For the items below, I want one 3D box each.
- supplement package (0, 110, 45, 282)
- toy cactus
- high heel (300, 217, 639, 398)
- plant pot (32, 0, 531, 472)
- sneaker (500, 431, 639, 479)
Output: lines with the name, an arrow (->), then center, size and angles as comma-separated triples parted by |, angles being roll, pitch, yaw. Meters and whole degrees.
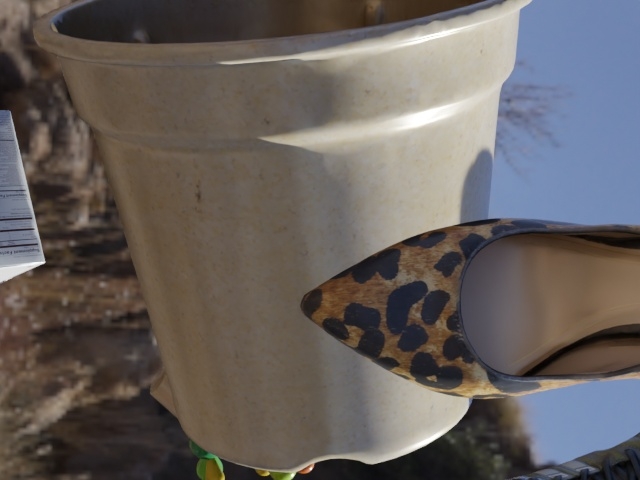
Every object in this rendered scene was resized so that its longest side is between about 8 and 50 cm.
supplement package -> -0.479, -0.038, 1.596 | 0.194, 0.149, 0.203 | -21, -100, 40
toy cactus -> -0.089, 0.182, 1.321 | 0.219, 0.180, 0.112 | -31, -150, 53
high heel -> 0.136, 0.023, 0.587 | 0.186, 0.261, 0.093 | 151, -60, -69
plant pot -> -0.012, -0.021, 0.895 | 0.334, 0.333, 0.306 | -118, -158, -69
sneaker -> 0.199, 0.223, 1.009 | 0.121, 0.300, 0.111 | 34, 29, -56
